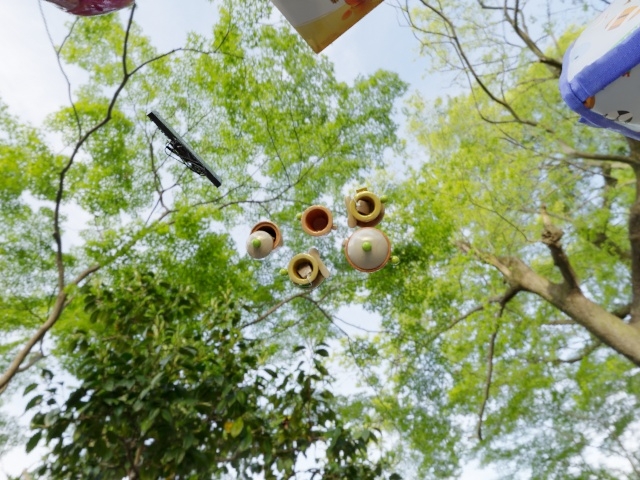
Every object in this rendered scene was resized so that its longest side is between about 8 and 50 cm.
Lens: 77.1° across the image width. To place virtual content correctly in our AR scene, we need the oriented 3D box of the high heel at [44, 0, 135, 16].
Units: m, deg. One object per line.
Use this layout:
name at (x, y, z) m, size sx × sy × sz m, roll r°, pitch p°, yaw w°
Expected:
high heel at (-0.431, -0.456, 0.535) m, size 0.127 × 0.181 × 0.377 m, roll -34°, pitch -87°, yaw 31°

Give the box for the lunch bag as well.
lunch bag at (0.548, -0.317, 0.537) m, size 0.386 × 0.238 × 0.328 m, roll -26°, pitch -11°, yaw -34°

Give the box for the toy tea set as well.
toy tea set at (0.000, 0.000, 0.873) m, size 0.336 × 0.199 × 0.124 m, roll -16°, pitch -14°, yaw 7°

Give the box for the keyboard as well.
keyboard at (-0.273, -0.172, 0.790) m, size 0.038 × 0.100 × 0.192 m, roll -43°, pitch -74°, yaw 2°

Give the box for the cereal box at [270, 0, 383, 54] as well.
cereal box at (-0.016, -0.353, 0.437) m, size 0.173 × 0.047 × 0.240 m, roll -27°, pitch -45°, yaw 32°
